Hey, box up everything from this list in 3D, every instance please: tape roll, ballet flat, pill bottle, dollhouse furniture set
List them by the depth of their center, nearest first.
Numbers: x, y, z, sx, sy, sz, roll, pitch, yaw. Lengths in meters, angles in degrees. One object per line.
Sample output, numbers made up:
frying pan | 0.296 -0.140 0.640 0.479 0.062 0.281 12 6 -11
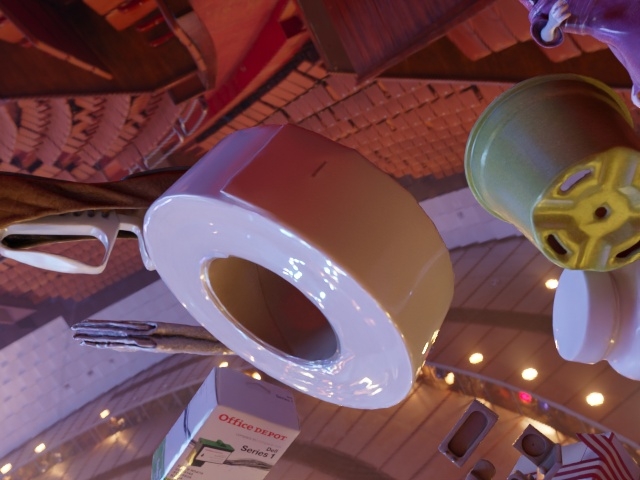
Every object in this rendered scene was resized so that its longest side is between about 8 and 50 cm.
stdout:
tape roll | -0.024 0.035 0.476 0.286 0.286 0.100 -12 -147 49
ballet flat | -0.257 -0.021 0.613 0.342 0.124 0.116 -4 155 -32
dollhouse furniture set | 0.292 0.359 0.837 0.144 0.151 0.123 -56 156 8
pill bottle | 0.608 0.138 0.838 0.363 0.210 0.210 6 -160 9

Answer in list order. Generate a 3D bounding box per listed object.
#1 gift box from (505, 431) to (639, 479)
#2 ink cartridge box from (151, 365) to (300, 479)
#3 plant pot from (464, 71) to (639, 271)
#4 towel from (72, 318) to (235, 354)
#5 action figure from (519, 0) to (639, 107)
gift box | 0.481 0.518 0.914 0.255 0.276 0.258 -35 175 -45
ink cartridge box | -0.159 0.338 0.837 0.219 0.160 0.092 -55 -155 16
plant pot | 0.380 -0.089 0.755 0.276 0.276 0.254 -23 -156 17
towel | -0.238 0.165 0.825 0.187 0.049 0.282 -3 166 29
action figure | 0.536 -0.461 0.977 0.370 0.276 0.248 31 -89 32
